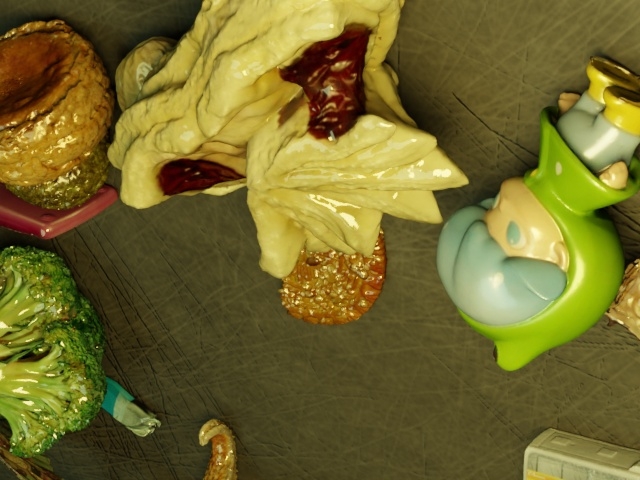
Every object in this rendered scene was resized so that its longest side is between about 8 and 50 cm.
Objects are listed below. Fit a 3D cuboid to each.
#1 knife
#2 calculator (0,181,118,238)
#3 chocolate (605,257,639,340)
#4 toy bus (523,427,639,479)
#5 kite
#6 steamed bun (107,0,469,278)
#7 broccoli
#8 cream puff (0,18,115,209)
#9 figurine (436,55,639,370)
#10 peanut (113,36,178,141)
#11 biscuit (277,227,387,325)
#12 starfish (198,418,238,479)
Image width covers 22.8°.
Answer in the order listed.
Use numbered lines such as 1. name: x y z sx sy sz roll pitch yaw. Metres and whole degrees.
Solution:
1. knife: -0.307 0.150 1.934 0.296 0.026 0.044 36 132 18
2. calculator: -0.326 -0.052 1.737 0.190 0.126 0.034 14 120 31
3. chocolate: 0.386 0.127 1.325 0.329 0.065 0.102 39 155 10
4. toy bus: 0.283 0.232 1.486 0.190 0.064 0.075 10 112 34
5. kite: -0.343 0.277 1.934 0.268 0.013 0.323 41 180 -37
6. steamed bun: -0.017 -0.100 1.397 0.247 0.189 0.428 15 147 -28
7. broccoli: -0.369 0.134 1.797 0.269 0.269 0.254 8 108 35
8. cream puff: -0.283 -0.114 1.655 0.183 0.183 0.169 12 148 33
9. figurine: 0.197 -0.020 1.322 0.263 0.143 0.162 -64 30 27
10. peanut: -0.172 -0.135 1.592 0.080 0.080 0.174 34 137 16
11. biscuit: 0.009 0.010 1.578 0.126 0.025 0.206 22 130 26
12. starfish: -0.113 0.353 1.858 0.303 0.113 0.312 16 130 30
